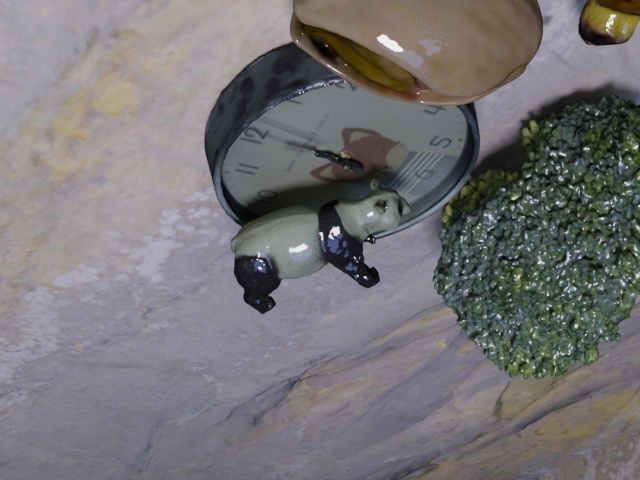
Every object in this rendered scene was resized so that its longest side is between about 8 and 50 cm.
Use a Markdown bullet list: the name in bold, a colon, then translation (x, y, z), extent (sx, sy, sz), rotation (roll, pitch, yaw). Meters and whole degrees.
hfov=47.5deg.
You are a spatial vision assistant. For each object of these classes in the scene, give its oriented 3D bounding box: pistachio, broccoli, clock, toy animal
- **pistachio**: translation (0.090, -0.198, 0.656), extent (0.237, 0.153, 0.138), rotation (-5, 167, -12)
- **broccoli**: translation (0.280, -0.018, 0.935), extent (0.249, 0.302, 0.376), rotation (14, 116, 0)
- **clock**: translation (0.028, -0.101, 0.855), extent (0.324, 0.067, 0.325), rotation (-8, 147, -5)
- **toy animal**: translation (0.000, 0.000, 0.866), extent (0.225, 0.094, 0.121), rotation (-15, 139, 10)

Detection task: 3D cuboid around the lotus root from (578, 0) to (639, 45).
- **lotus root**: translation (0.313, -0.279, 0.601), extent (0.169, 0.142, 0.314), rotation (7, 152, -21)
